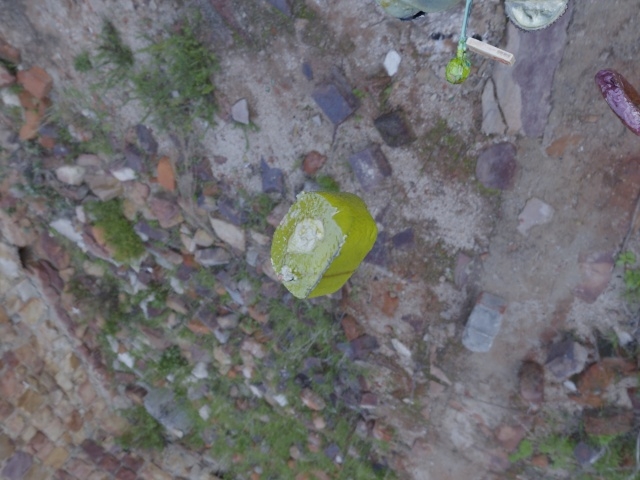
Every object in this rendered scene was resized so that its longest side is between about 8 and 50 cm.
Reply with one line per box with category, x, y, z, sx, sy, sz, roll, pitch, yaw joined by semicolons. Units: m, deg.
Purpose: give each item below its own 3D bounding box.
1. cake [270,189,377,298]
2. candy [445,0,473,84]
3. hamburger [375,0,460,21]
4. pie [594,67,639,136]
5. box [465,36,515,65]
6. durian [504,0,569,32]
cake;0.000;0.000;1.033;0.179;0.156;0.261;51;126;25
candy;0.435;-0.612;1.401;0.073;0.077;0.262;12;112;16
hamburger;0.095;-0.272;0.404;0.062;0.133;0.140;40;114;41
pie;0.705;-0.322;1.069;0.182;0.182;0.049;44;134;-7
box;0.331;-0.367;0.897;0.093;0.058;0.015;32;110;17
durian;0.451;-0.483;0.939;0.140;0.071;0.111;4;110;24
